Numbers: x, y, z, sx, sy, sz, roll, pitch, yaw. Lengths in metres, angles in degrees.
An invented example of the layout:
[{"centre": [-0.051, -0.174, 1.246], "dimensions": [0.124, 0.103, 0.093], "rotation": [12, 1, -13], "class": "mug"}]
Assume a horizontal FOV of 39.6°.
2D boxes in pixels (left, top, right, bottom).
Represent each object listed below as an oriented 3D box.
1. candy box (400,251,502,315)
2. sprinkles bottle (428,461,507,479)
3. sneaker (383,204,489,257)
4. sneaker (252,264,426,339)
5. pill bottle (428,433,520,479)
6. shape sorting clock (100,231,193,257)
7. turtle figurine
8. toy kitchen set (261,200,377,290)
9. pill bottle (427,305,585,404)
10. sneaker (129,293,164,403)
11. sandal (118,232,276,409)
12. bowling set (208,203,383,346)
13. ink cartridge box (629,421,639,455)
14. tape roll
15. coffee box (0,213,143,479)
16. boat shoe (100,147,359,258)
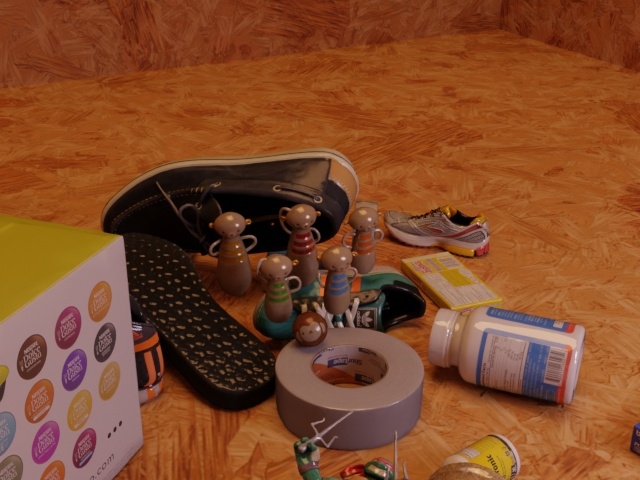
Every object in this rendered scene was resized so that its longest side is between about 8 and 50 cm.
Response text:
[{"centre": [0.240, 0.079, 1.657], "dimensions": [0.105, 0.027, 0.206], "rotation": [-11, 28, -18], "class": "candy box"}, {"centre": [0.118, 0.380, 0.919], "dimensions": [0.121, 0.121, 0.355], "rotation": [11, 27, 20], "class": "sprinkles bottle"}, {"centre": [0.239, -0.037, 1.823], "dimensions": [0.225, 0.092, 0.088], "rotation": [10, 27, 20], "class": "sneaker"}, {"centre": [0.040, 0.111, 1.491], "dimensions": [0.302, 0.108, 0.121], "rotation": [-12, 24, -27], "class": "sneaker"}, {"centre": [0.198, 0.300, 1.153], "dimensions": [0.116, 0.065, 0.065], "rotation": [-18, 32, -33], "class": "pill bottle"}, {"centre": [-0.347, 0.012, 1.761], "dimensions": [0.206, 0.040, 0.206], "rotation": [1, 37, -1], "class": "shape sorting clock"}, {"centre": [0.036, 0.315, 1.061], "dimensions": [0.175, 0.118, 0.234], "rotation": [2, 37, 37], "class": "turtle figurine"}, {"centre": [0.000, 0.000, 1.654], "dimensions": [0.207, 0.166, 0.122], "rotation": [3, 26, 4], "class": "toy kitchen set"}, {"centre": [0.284, 0.168, 1.363], "dimensions": [0.222, 0.124, 0.124], "rotation": [11, 28, 20], "class": "pill bottle"}, {"centre": [-0.389, 0.132, 1.349], "dimensions": [0.321, 0.180, 0.124], "rotation": [5, 26, 9], "class": "sneaker"}, {"centre": [-0.241, 0.138, 1.460], "dimensions": [0.168, 0.107, 0.446], "rotation": [-16, 43, -34], "class": "sandal"}, {"centre": [-0.015, 0.047, 1.368], "dimensions": [0.287, 0.154, 0.200], "rotation": [-11, 39, -13], "class": "bowling set"}, {"centre": [0.543, 0.264, 1.260], "dimensions": [0.207, 0.046, 0.097], "rotation": [-18, 31, -34], "class": "ink cartridge box"}, {"centre": [0.042, 0.214, 1.319], "dimensions": [0.219, 0.072, 0.219], "rotation": [0, 25, 0], "class": "tape roll"}, {"centre": [-0.458, 0.174, 1.082], "dimensions": [0.338, 0.334, 0.337], "rotation": [10, 27, 18], "class": "coffee box"}, {"centre": [-0.178, -0.045, 1.596], "dimensions": [0.501, 0.186, 0.156], "rotation": [-8, 45, 16], "class": "boat shoe"}]
